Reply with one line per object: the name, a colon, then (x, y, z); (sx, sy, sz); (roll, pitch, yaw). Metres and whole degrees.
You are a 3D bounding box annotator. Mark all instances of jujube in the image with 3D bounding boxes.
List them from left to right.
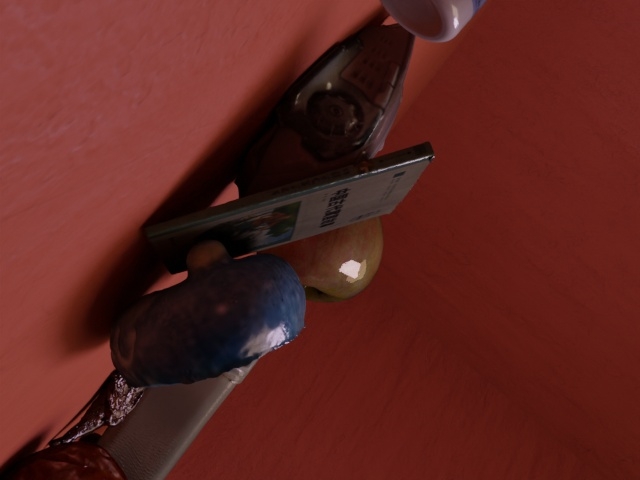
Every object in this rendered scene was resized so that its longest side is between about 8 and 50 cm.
jujube: (-0.376, 0.386, 0.899); (0.255, 0.190, 0.190); (-41, 176, -17)

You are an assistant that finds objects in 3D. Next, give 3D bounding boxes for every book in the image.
book: (-0.035, -0.027, 0.716); (0.283, 0.025, 0.215); (-17, 171, -9)

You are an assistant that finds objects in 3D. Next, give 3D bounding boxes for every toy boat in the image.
toy boat: (-0.135, 0.068, 0.751); (0.215, 0.123, 0.330); (-19, -178, -17)

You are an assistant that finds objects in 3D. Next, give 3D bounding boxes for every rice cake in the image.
rice cake: (-0.487, 0.430, 1.377); (0.047, 0.036, 0.206); (-64, 180, -6)

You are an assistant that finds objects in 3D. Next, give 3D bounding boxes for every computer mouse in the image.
computer mouse: (0.038, -0.152, 0.830); (0.389, 0.115, 0.199); (-48, -179, -32)

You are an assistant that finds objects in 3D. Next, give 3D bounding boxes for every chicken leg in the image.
chicken leg: (-0.346, 0.263, 1.094); (0.205, 0.053, 0.093); (-57, 158, -18)

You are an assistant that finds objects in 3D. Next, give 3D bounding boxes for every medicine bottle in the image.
medicine bottle: (0.142, -0.286, 0.634); (0.186, 0.103, 0.103); (-50, 179, -8)

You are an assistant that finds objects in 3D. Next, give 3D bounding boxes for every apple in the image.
apple: (0.000, 0.000, 1.364); (0.257, 0.257, 0.233); (126, -26, -75)

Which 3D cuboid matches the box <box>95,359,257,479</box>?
box: (-0.297, 0.330, 1.477); (0.344, 0.177, 0.352); (-53, 179, 5)
